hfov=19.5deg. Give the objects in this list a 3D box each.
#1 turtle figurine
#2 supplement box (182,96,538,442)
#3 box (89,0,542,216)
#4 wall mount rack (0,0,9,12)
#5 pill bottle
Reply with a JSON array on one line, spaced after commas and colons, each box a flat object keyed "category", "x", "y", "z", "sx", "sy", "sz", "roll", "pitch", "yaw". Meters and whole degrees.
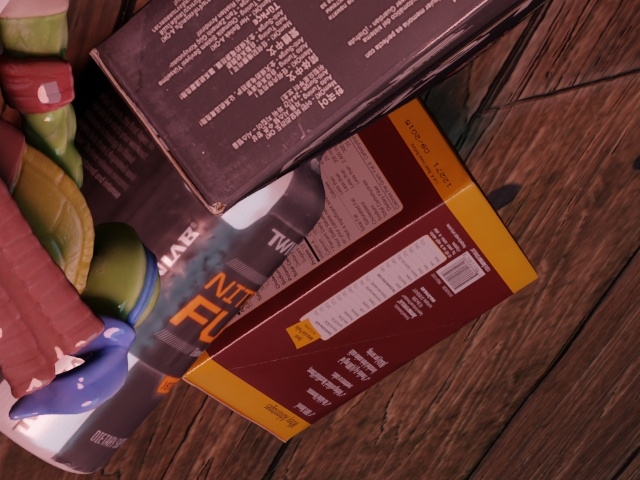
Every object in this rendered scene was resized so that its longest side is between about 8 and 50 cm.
[{"category": "turtle figurine", "x": -0.196, "y": -0.063, "z": 0.804, "sx": 0.266, "sy": 0.275, "sz": 0.197, "roll": 24, "pitch": 147, "yaw": -38}, {"category": "supplement box", "x": 0.000, "y": 0.000, "z": 1.113, "sx": 0.194, "sy": 0.129, "sz": 0.191, "roll": -33, "pitch": 156, "yaw": 5}, {"category": "box", "x": 0.125, "y": -0.187, "z": 0.784, "sx": 0.395, "sy": 0.097, "sz": 0.318, "roll": -37, "pitch": 178, "yaw": 24}, {"category": "wall mount rack", "x": -0.016, "y": -0.159, "z": 0.396, "sx": 0.304, "sy": 0.350, "sz": 0.130, "roll": -21, "pitch": 148, "yaw": 2}, {"category": "pill bottle", "x": -0.087, "y": -0.009, "z": 0.965, "sx": 0.246, "sy": 0.130, "sz": 0.130, "roll": -49, "pitch": 154, "yaw": 3}]
